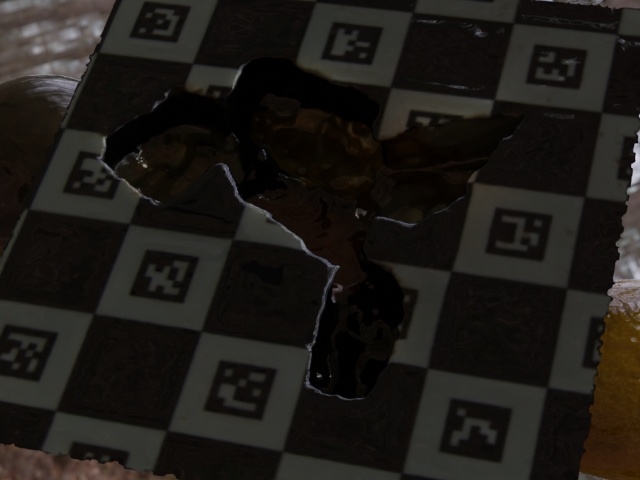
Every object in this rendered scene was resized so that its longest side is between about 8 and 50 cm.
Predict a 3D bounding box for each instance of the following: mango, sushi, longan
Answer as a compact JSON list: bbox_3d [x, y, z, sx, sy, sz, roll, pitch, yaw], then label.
[{"bbox_3d":[0.222,0.107,1.152,0.109,0.262,0.157,157,-72,-73],"label":"mango"},{"bbox_3d":[0.000,0.000,0.897,0.343,0.359,0.064,8,-34,13],"label":"sushi"},{"bbox_3d":[-0.264,-0.069,1.478,0.212,0.198,0.198,41,-38,53],"label":"longan"}]

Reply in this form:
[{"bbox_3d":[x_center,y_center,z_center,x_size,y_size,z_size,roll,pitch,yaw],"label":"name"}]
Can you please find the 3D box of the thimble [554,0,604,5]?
[{"bbox_3d":[0.259,-0.294,1.557,0.102,0.090,0.115,45,-73,19],"label":"thimble"}]
